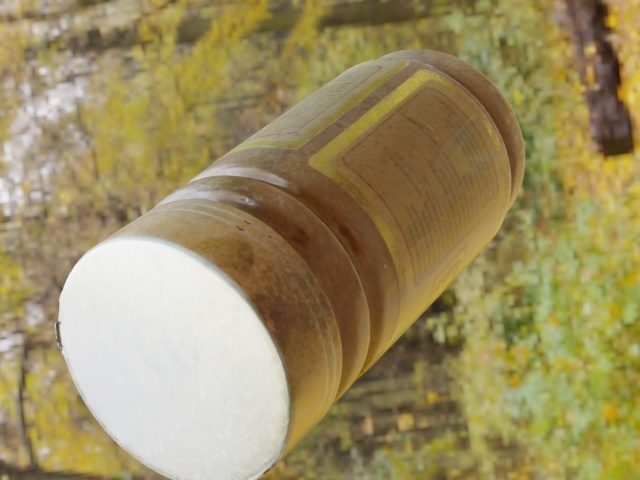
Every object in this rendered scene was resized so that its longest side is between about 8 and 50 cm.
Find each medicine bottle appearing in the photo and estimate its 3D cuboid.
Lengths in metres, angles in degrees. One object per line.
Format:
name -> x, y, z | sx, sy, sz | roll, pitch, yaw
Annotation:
medicine bottle -> 0.000, 0.000, 0.898 | 0.322, 0.151, 0.151 | -40, -52, -49
